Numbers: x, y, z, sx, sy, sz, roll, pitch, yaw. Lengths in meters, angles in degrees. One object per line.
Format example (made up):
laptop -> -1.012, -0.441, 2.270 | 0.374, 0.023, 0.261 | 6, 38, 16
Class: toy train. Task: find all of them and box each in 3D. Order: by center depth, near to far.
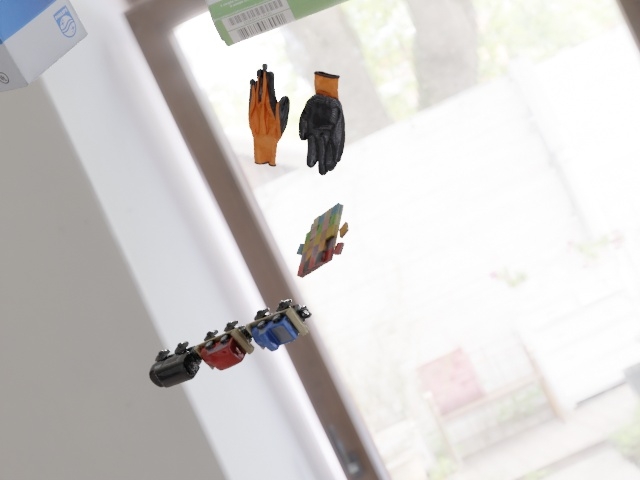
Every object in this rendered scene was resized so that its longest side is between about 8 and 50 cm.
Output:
toy train -> -0.072, 0.082, 0.985 | 0.158, 0.027, 0.036 | -24, 23, 32

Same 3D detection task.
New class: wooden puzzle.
wooden puzzle -> 0.000, 0.000, 1.004 | 0.006, 0.049, 0.083 | 24, -29, -21

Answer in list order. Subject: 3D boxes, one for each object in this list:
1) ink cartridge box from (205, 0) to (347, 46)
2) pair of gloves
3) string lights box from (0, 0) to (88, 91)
ink cartridge box -> -0.044, -0.311, 1.202 | 0.171, 0.235, 0.056 | -21, -26, 5
pair of gloves -> -0.018, -0.086, 0.904 | 0.083, 0.074, 0.010 | 11, 21, 32
string lights box -> -0.278, -0.219, 0.837 | 0.133, 0.259, 0.077 | -5, 33, 36
